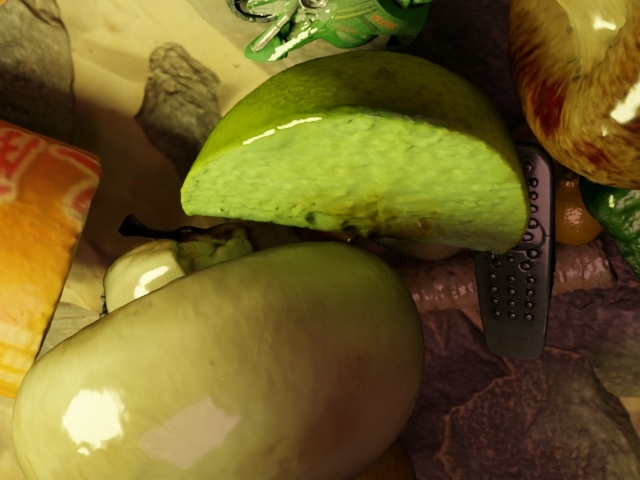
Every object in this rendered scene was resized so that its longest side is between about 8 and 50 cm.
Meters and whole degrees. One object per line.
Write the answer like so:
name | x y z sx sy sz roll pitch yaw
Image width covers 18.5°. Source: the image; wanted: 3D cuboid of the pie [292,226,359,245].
pie | -0.002 -0.002 1.774 0.088 0.033 0.191 42 170 12

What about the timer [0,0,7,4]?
timer | -0.310 -0.299 1.522 0.257 0.161 0.250 31 143 -23

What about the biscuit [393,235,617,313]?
biscuit | 0.162 0.033 1.821 0.219 0.055 0.061 -9 139 15

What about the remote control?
remote control | 0.173 0.010 1.741 0.072 0.042 0.222 6 124 15

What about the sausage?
sausage | -0.355 -0.016 1.705 0.287 0.233 0.233 21 131 -14

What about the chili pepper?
chili pepper | 0.309 -0.010 1.724 0.099 0.136 0.270 -4 133 42

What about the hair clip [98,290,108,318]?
hair clip | -0.125 0.068 1.885 0.172 0.049 0.116 0 137 2

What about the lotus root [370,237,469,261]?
lotus root | 0.072 -0.029 1.748 0.183 0.090 0.077 26 102 -21

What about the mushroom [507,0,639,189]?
mushroom | 0.209 -0.226 1.415 0.356 0.334 0.331 25 130 -31

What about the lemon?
lemon | 0.225 -0.030 1.751 0.062 0.062 0.083 -6 133 10

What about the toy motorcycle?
toy motorcycle | 0.019 -0.197 1.616 0.190 0.074 0.106 -7 140 11

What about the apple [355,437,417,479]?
apple | -0.025 0.261 1.939 0.264 0.264 0.264 2 133 3

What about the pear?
pear | 0.041 -0.094 1.577 0.288 0.139 0.239 7 166 -5

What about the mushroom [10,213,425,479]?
mushroom | -0.095 0.098 1.666 0.362 0.295 0.362 -19 168 -4
